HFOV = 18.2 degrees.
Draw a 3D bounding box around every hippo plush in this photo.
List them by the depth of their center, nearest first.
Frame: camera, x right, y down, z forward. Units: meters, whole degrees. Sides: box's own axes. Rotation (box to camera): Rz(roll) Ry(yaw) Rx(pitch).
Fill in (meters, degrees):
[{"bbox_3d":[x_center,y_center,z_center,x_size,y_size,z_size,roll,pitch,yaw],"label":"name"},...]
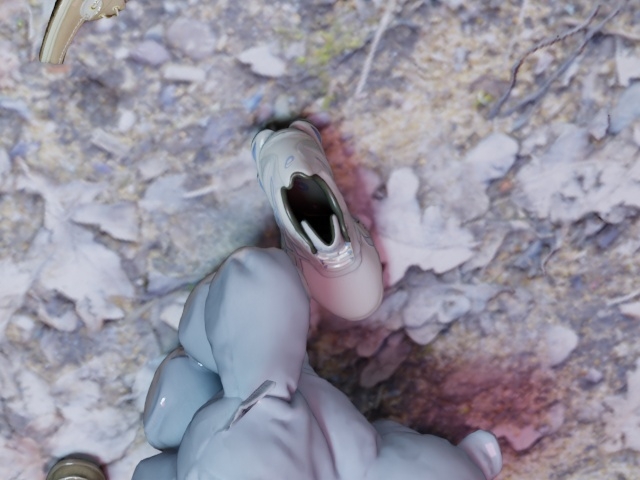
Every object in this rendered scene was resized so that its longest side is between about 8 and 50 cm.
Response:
[{"bbox_3d":[0.014,0.143,1.440,0.236,0.294,0.234,17,80,-17],"label":"hippo plush"}]

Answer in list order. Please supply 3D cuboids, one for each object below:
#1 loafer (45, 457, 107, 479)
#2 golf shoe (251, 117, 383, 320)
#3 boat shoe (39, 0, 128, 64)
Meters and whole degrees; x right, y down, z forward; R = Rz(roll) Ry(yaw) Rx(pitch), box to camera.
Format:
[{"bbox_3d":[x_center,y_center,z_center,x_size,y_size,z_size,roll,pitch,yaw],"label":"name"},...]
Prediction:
[{"bbox_3d":[-0.195,0.240,1.577,0.056,0.050,0.148,1,117,-9],"label":"loafer"},{"bbox_3d":[0.000,0.000,1.464,0.069,0.086,0.176,-26,119,3],"label":"golf shoe"},{"bbox_3d":[-0.151,-0.175,1.371,0.045,0.050,0.135,25,111,-13],"label":"boat shoe"}]
